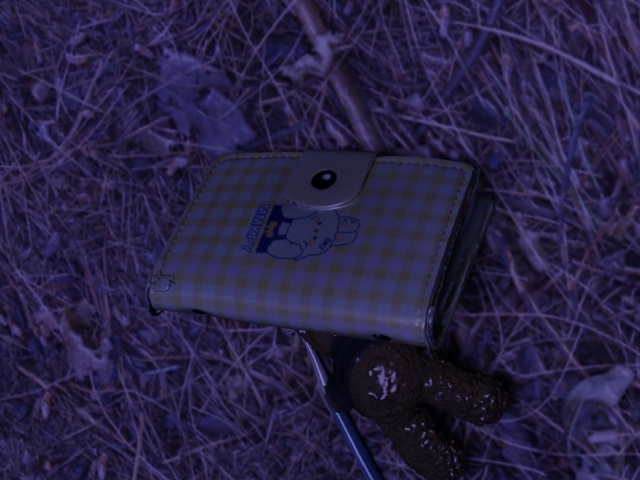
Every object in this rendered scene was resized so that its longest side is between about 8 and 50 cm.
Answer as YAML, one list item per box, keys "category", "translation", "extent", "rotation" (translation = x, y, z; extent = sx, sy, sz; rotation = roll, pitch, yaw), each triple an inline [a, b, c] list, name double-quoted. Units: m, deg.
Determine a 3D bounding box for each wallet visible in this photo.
- category: "wallet"
  translation: [0.000, 0.000, 1.539]
  extent: [0.309, 0.077, 0.223]
  rotation: [7, 58, 24]

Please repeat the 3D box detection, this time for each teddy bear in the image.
- category: "teddy bear"
  translation: [0.073, 0.128, 1.556]
  extent: [0.251, 0.129, 0.182]
  rotation: [43, 106, 12]

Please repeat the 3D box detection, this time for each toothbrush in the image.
- category: "toothbrush"
  translation: [0.017, 0.184, 1.650]
  extent: [0.025, 0.019, 0.276]
  rotation: [-30, 85, 30]
